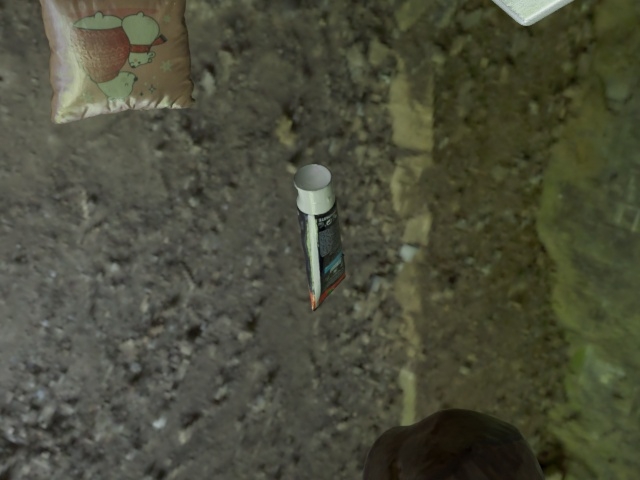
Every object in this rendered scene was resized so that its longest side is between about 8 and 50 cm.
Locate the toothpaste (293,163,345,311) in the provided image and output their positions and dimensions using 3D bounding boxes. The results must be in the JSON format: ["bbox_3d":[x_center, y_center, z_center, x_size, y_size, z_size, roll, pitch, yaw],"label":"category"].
[{"bbox_3d":[0.000,0.000,1.200,0.071,0.045,0.194,-47,146,-32],"label":"toothpaste"}]

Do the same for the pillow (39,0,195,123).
[{"bbox_3d":[-0.305,-0.292,1.544,0.084,0.236,0.223,-114,-161,-60],"label":"pillow"}]

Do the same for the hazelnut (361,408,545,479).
[{"bbox_3d":[0.165,0.302,1.168,0.218,0.218,0.234,-69,-162,-3],"label":"hazelnut"}]

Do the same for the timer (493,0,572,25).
[{"bbox_3d":[0.261,-0.402,1.177,0.192,0.195,0.194,34,56,-24],"label":"timer"}]
